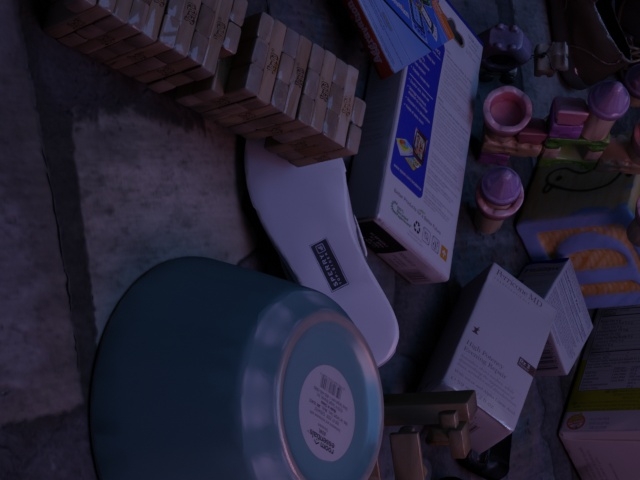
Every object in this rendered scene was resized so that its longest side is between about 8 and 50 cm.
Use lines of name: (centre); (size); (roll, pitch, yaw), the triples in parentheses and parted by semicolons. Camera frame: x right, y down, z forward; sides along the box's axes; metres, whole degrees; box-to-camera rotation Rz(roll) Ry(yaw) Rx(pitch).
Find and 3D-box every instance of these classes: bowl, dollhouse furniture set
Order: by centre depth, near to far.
bowl: (-0.053, 0.160, 1.182); (0.311, 0.163, 0.311); (18, 68, -53)
dollhouse furniture set: (0.104, 0.257, 1.433); (0.151, 0.144, 0.123); (-33, 117, -69)

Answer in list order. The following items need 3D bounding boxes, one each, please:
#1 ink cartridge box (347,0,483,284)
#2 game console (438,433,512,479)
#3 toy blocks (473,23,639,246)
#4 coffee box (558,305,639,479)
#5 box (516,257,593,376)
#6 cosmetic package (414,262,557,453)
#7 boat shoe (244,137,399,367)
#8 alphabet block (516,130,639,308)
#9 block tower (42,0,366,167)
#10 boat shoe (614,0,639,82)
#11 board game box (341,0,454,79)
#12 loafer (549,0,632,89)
ink cartridge box: (0.125, -0.145, 1.593); (0.176, 0.069, 0.371); (39, 55, -44)
game console: (0.227, 0.302, 1.672); (0.213, 0.044, 0.361); (39, 53, -48)
toy blocks: (0.352, -0.172, 1.671); (0.260, 0.289, 0.309); (88, 7, -73)
coffee box: (0.632, 0.296, 2.003); (0.337, 0.338, 0.334); (60, 39, -30)
box: (0.337, 0.113, 1.844); (0.137, 0.072, 0.126); (-46, 120, -49)
cosmetic package: (0.215, 0.149, 1.611); (0.117, 0.085, 0.231); (36, 48, -7)
boat shoe: (0.000, 0.000, 1.352); (0.102, 0.108, 0.301); (121, -56, -82)
alphabet block: (0.440, -0.029, 1.923); (0.193, 0.192, 0.197); (60, 39, -32)
block tower: (-0.105, -0.180, 1.186); (0.335, 0.097, 0.091); (27, 64, -39)
boat shoe: (0.585, -0.357, 2.199); (0.355, 0.132, 0.130); (41, 58, -66)
board game box: (0.058, -0.348, 1.509); (0.145, 0.027, 0.281); (-35, 102, -42)
loafer: (0.446, -0.441, 2.066); (0.134, 0.130, 0.366); (-28, 107, -54)
